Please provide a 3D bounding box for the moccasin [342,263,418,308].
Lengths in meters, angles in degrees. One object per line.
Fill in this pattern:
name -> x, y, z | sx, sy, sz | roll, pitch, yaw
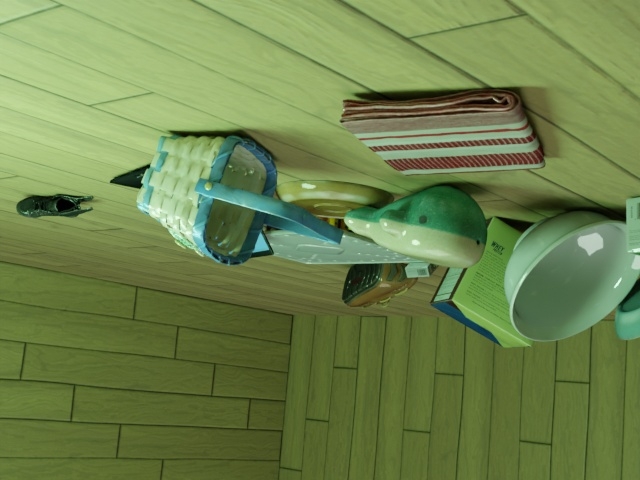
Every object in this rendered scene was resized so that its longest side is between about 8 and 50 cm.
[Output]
moccasin -> 0.167, 0.122, 2.732 | 0.147, 0.139, 0.380 | 17, 158, -16

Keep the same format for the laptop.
laptop -> -0.255, -0.049, 1.865 | 0.264, 0.136, 0.234 | 11, 168, -33

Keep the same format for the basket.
basket -> -0.124, -0.057, 1.545 | 0.289, 0.201, 0.255 | 12, 173, 22

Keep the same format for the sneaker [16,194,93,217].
sneaker -> -0.597, -0.079, 2.136 | 0.170, 0.051, 0.089 | 2, 171, -13

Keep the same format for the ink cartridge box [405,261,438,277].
ink cartridge box -> 0.263, 0.055, 2.365 | 0.063, 0.029, 0.115 | -5, -160, 32

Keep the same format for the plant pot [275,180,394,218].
plant pot -> 0.026, -0.076, 1.876 | 0.237, 0.032, 0.236 | 5, 171, 1

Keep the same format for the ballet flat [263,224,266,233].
ballet flat -> -0.157, -0.028, 2.065 | 0.077, 0.091, 0.241 | -6, 161, -12

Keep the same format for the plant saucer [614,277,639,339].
plant saucer -> 0.693, 0.074, 1.854 | 0.043, 0.318, 0.317 | 48, 169, 2

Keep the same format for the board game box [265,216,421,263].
board game box -> 0.000, 0.000, 2.289 | 0.390, 0.050, 0.390 | -2, 169, 38

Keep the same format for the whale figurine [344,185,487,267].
whale figurine -> 0.180, -0.038, 1.756 | 0.272, 0.141, 0.216 | 13, 177, 40

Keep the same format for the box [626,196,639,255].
box -> 0.603, -0.024, 1.668 | 0.087, 0.101, 0.101 | 10, 168, -39

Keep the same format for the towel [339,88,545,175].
towel -> 0.187, -0.148, 1.357 | 0.237, 0.037, 0.329 | -1, 171, 19

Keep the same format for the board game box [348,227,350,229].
board game box -> 0.158, -0.031, 2.037 | 0.181, 0.043, 0.092 | 13, 168, -40

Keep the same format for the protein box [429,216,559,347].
protein box -> 0.377, 0.091, 2.006 | 0.200, 0.201, 0.136 | 30, 167, -9

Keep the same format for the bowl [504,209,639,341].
bowl -> 0.472, 0.047, 1.865 | 0.298, 0.297, 0.134 | 11, -149, -34
